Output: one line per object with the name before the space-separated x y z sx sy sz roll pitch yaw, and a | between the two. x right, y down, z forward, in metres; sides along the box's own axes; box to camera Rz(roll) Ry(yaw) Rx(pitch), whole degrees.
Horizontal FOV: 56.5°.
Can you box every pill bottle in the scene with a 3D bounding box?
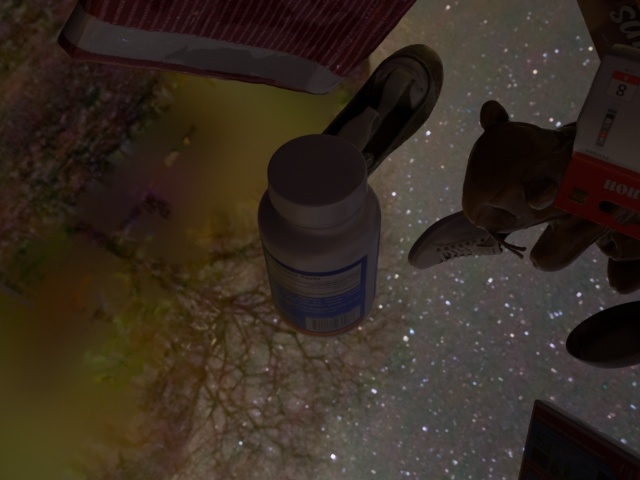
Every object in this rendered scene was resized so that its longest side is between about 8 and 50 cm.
pill bottle | 0.000 0.000 0.763 0.272 0.152 0.152 86 24 -53

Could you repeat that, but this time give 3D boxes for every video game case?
video game case | 0.305 0.370 0.745 0.204 0.025 0.285 -160 -100 -77

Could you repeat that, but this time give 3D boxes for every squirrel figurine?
squirrel figurine | 0.404 -0.123 0.869 0.397 0.370 0.281 -46 -135 44

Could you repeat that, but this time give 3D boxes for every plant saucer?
plant saucer | 0.458 0.144 0.898 0.168 0.029 0.168 -29 -171 5

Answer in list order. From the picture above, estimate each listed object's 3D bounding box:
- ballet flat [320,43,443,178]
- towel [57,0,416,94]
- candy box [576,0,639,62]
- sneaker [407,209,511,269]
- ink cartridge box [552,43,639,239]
ballet flat | 0.090 -0.195 0.926 0.349 0.123 0.123 -52 -168 -13
towel | 0.022 -0.202 0.339 0.237 0.037 0.329 -7 155 -48
candy box | 0.661 -0.485 1.247 0.182 0.317 0.087 -18 -170 47
sneaker | 0.340 0.000 1.376 0.290 0.106 0.123 -33 -130 12
ink cartridge box | 0.307 -0.074 0.555 0.045 0.145 0.179 -36 144 -46
